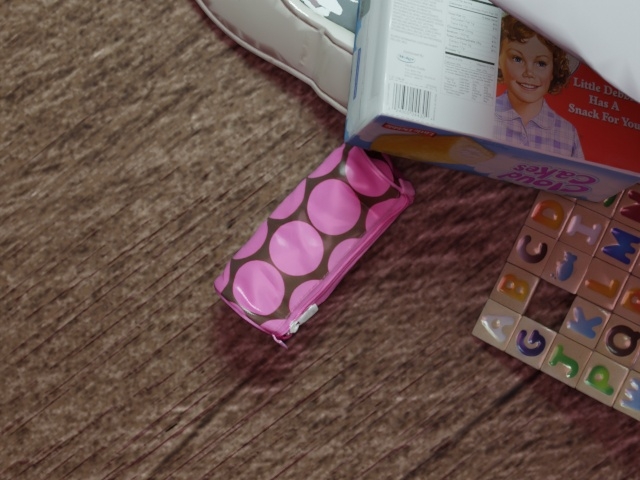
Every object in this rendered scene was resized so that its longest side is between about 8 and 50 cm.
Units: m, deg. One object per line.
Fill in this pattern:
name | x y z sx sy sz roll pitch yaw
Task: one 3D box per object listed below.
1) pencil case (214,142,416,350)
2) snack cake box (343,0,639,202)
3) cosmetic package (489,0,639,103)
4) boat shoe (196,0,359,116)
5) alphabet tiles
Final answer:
pencil case | 0.000 0.000 1.504 0.209 0.095 0.098 -50 51 6
snack cake box | 0.163 -0.141 1.418 0.264 0.089 0.152 12 71 -18
cosmetic package | 0.356 -0.286 1.271 0.329 0.394 0.327 35 114 3
boat shoe | -0.014 -0.230 1.516 0.319 0.116 0.099 40 51 11
alphabet tiles | 0.273 0.024 1.475 0.198 0.009 0.237 27 94 29
